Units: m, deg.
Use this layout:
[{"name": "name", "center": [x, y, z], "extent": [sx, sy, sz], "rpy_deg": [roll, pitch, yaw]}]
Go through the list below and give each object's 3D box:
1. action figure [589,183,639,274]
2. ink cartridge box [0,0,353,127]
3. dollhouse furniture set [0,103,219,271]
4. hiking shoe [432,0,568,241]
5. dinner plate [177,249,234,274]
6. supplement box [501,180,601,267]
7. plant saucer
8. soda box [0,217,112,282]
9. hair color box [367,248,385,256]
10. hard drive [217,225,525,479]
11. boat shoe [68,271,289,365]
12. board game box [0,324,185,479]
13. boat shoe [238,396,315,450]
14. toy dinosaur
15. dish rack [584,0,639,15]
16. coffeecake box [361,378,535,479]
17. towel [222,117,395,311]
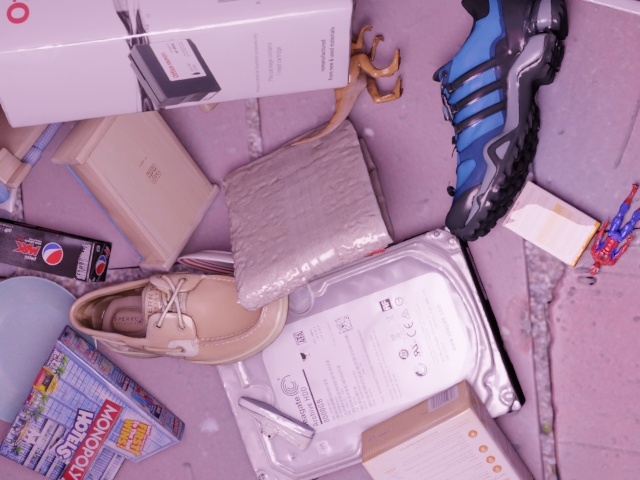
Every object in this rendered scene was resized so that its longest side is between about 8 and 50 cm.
[{"name": "action figure", "center": [0.345, -0.009, 1.538], "extent": [0.038, 0.030, 0.115], "rpy_deg": [31, 100, 7]}, {"name": "ink cartridge box", "center": [-0.181, -0.306, 1.494], "extent": [0.395, 0.166, 0.285], "rpy_deg": [-7, 64, -4]}, {"name": "dollhouse furniture set", "center": [-0.295, -0.119, 1.677], "extent": [0.303, 0.198, 0.286], "rpy_deg": [3, 51, 38]}, {"name": "hiking shoe", "center": [0.189, -0.149, 1.543], "extent": [0.132, 0.113, 0.304], "rpy_deg": [17, 85, 19]}, {"name": "dinner plate", "center": [-0.102, 0.030, 1.596], "extent": [0.141, 0.141, 0.017], "rpy_deg": [8, 80, 14]}, {"name": "supplement box", "center": [0.271, -0.019, 1.551], "extent": [0.098, 0.036, 0.062], "rpy_deg": [33, 99, 12]}, {"name": "plant saucer", "center": [-0.373, 0.142, 1.719], "extent": [0.195, 0.037, 0.195], "rpy_deg": [0, 91, 14]}, {"name": "soda box", "center": [-0.358, 0.011, 1.702], "extent": [0.169, 0.060, 0.053], "rpy_deg": [13, 93, 15]}, {"name": "hair color box", "center": [0.000, 0.000, 1.572], "extent": [0.141, 0.072, 0.043], "rpy_deg": [-2, 97, 45]}, {"name": "hard drive", "center": [0.048, 0.144, 1.599], "extent": [0.339, 0.064, 0.237], "rpy_deg": [-20, 85, 15]}, {"name": "boat shoe", "center": [-0.173, 0.088, 1.583], "extent": [0.302, 0.098, 0.109], "rpy_deg": [-5, 71, 37]}, {"name": "board game box", "center": [-0.280, 0.237, 1.661], "extent": [0.194, 0.060, 0.194], "rpy_deg": [28, 105, -7]}, {"name": "boat shoe", "center": [-0.057, 0.220, 1.577], "extent": [0.100, 0.035, 0.035], "rpy_deg": [26, 94, 7]}, {"name": "toy dinosaur", "center": [0.039, -0.189, 1.589], "extent": [0.112, 0.064, 0.211], "rpy_deg": [3, 64, 12]}, {"name": "dish rack", "center": [0.417, -0.382, 1.491], "extent": [0.333, 0.072, 0.285], "rpy_deg": [18, 96, 13]}, {"name": "coffeecake box", "center": [0.155, 0.275, 1.530], "extent": [0.142, 0.068, 0.185], "rpy_deg": [-29, 111, 14]}, {"name": "towel", "center": [-0.020, -0.035, 1.521], "extent": [0.187, 0.282, 0.049], "rpy_deg": [-28, 121, 10]}]
